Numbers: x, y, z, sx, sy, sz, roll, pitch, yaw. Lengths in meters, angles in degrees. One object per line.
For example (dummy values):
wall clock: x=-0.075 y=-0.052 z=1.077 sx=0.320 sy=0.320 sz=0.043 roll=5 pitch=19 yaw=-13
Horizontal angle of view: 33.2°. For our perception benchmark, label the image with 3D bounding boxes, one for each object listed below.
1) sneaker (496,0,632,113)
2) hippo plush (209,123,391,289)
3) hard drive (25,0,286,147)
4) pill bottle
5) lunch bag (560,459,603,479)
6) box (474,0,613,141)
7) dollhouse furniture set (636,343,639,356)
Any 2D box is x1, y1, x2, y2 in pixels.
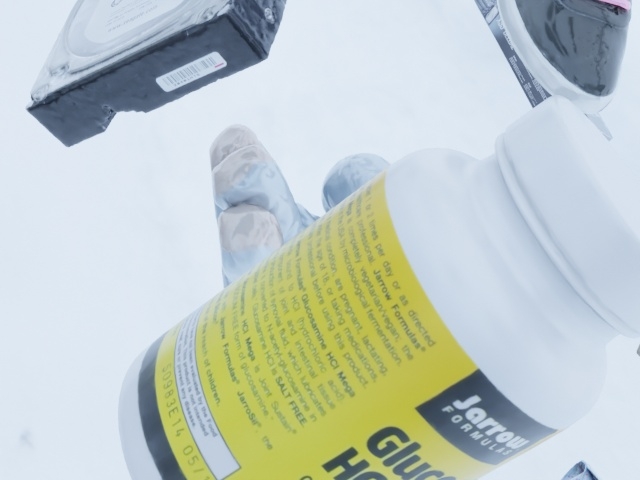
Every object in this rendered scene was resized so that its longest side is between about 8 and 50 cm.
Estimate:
sneaker: x=0.216 y=-0.247 z=0.820 sx=0.147 sy=0.104 sz=0.296 roll=135 pitch=146 yaw=-54
hippo plush: x=0.000 y=0.000 z=1.252 sx=0.236 sy=0.234 sz=0.294 roll=-6 pitch=80 yaw=-6
hard drive: x=-0.118 y=-0.253 z=0.971 sx=0.236 sy=0.064 sz=0.339 roll=-17 pitch=42 yaw=33
pill bottle: x=0.049 y=0.065 z=0.664 sx=0.334 sy=0.188 sz=0.188 roll=-37 pitch=54 yaw=23
lunch bag: x=0.269 y=0.266 z=1.069 sx=0.071 sy=0.083 sz=0.053 roll=51 pitch=131 yaw=1
box: x=0.385 y=-0.300 z=1.858 sx=0.076 sy=0.242 sz=0.308 roll=-30 pitch=78 yaw=20
dollhouse furniture set: x=0.222 y=0.009 z=0.414 sx=0.144 sy=0.151 sz=0.123 roll=42 pitch=125 yaw=38
